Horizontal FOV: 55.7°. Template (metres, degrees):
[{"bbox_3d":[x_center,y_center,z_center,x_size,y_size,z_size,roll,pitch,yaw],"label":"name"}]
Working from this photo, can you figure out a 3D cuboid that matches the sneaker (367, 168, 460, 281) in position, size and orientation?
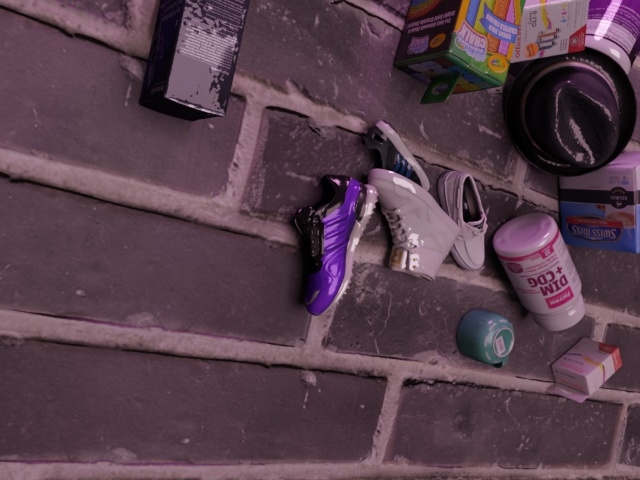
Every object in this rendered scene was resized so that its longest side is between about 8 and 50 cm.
[{"bbox_3d":[0.186,-0.019,1.329,0.292,0.108,0.169,36,74,-31],"label":"sneaker"}]

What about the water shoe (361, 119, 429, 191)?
[{"bbox_3d":[0.163,-0.171,1.331,0.080,0.073,0.203,-37,117,6],"label":"water shoe"}]

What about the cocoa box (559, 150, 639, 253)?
[{"bbox_3d":[0.862,-0.115,1.667,0.347,0.231,0.228,-13,103,-30],"label":"cocoa box"}]

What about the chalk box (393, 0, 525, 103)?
[{"bbox_3d":[0.294,-0.427,1.305,0.179,0.180,0.289,16,88,-32],"label":"chalk box"}]

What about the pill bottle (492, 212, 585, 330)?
[{"bbox_3d":[0.566,0.085,1.548,0.160,0.160,0.283,-43,116,-21],"label":"pill bottle"}]

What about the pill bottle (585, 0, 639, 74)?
[{"bbox_3d":[0.737,-0.522,1.569,0.181,0.181,0.323,36,77,-30],"label":"pill bottle"}]

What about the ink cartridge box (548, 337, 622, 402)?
[{"bbox_3d":[0.745,0.366,1.722,0.198,0.115,0.067,-31,112,-26],"label":"ink cartridge box"}]

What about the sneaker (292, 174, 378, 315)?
[{"bbox_3d":[0.000,0.000,1.228,0.146,0.102,0.294,23,81,-25],"label":"sneaker"}]

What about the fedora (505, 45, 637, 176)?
[{"bbox_3d":[0.611,-0.291,1.449,0.333,0.152,0.334,3,116,7],"label":"fedora"}]

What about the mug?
[{"bbox_3d":[0.431,0.248,1.521,0.157,0.097,0.130,23,83,-32],"label":"mug"}]

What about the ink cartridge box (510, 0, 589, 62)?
[{"bbox_3d":[0.503,-0.503,1.398,0.176,0.127,0.128,-10,127,3],"label":"ink cartridge box"}]

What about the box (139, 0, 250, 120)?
[{"bbox_3d":[-0.213,-0.315,1.014,0.108,0.153,0.207,13,89,-32],"label":"box"}]

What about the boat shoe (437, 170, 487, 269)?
[{"bbox_3d":[0.350,-0.040,1.442,0.095,0.084,0.258,-33,112,-25],"label":"boat shoe"}]
